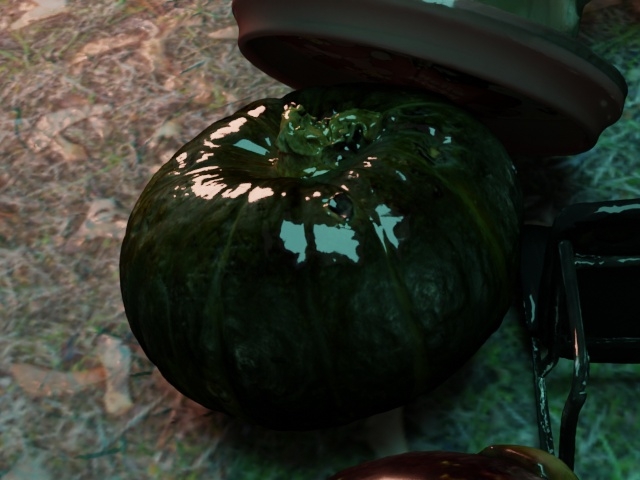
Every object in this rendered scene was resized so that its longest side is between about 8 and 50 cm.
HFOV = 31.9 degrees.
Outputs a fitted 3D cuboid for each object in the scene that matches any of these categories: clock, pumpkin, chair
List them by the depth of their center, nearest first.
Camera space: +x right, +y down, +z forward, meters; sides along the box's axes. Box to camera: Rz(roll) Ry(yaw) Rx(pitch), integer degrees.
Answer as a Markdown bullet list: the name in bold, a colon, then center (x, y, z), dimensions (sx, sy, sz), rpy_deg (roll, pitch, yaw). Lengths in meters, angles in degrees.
- **chair**: center (0.173, 0.027, 0.581), dimensions (0.140, 0.145, 0.221), rpy_deg (-3, 45, 2)
- **pumpkin**: center (0.000, 0.000, 0.608), dimensions (0.224, 0.157, 0.223), rpy_deg (-10, 34, 7)
- **clock**: center (0.063, -0.109, 0.676), dimensions (0.244, 0.244, 0.056), rpy_deg (16, 87, 20)

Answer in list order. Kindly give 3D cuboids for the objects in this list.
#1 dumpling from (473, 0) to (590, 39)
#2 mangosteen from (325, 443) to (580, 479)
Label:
- **dumpling**: center (0.097, -0.273, 0.807), dimensions (0.321, 0.270, 0.212), rpy_deg (24, 27, 32)
- **mangosteen**: center (0.065, 0.176, 0.445), dimensions (0.192, 0.192, 0.217), rpy_deg (37, 21, 33)
